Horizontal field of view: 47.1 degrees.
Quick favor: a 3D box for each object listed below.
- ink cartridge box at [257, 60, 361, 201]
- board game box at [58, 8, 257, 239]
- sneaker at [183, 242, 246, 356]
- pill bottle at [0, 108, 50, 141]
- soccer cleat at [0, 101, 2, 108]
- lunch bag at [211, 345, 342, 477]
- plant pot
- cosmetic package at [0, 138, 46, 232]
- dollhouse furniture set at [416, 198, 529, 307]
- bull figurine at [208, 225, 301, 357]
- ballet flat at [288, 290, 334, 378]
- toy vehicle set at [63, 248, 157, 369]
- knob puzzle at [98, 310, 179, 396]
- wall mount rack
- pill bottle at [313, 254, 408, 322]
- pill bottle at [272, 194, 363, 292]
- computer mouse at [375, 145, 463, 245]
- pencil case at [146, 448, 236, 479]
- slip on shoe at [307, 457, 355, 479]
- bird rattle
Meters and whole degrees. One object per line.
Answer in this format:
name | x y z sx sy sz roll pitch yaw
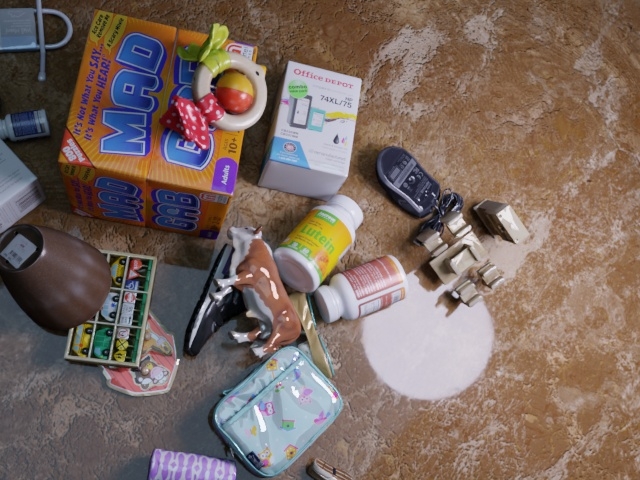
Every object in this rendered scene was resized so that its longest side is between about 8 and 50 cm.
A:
ink cartridge box | -0.029 -0.272 1.855 0.198 0.197 0.270 12 72 -10
board game box | -0.366 -0.245 1.686 0.356 0.356 0.357 11 73 -11
sneaker | -0.225 0.153 1.746 0.124 0.107 0.284 26 71 -11
pill bottle | -0.718 -0.275 1.767 0.120 0.067 0.067 -12 78 -16
soccer cleat | -0.880 -0.264 1.732 0.121 0.093 0.289 29 72 29
lunch bag | -0.107 0.395 1.700 0.279 0.108 0.224 -40 87 -19
plant pot | -0.596 0.059 1.584 0.215 0.230 0.216 -2 68 6
cosmetic package | -0.755 -0.139 1.677 0.184 0.151 0.151 46 71 3
dollhouse furniture set | 0.392 0.011 1.911 0.242 0.161 0.212 -37 101 -2
bull figurine | -0.153 0.116 1.697 0.188 0.101 0.311 -32 96 -35
ballet flat | -0.033 0.234 1.786 0.073 0.080 0.232 -17 70 -7
toy vehicle set | -0.481 0.156 1.699 0.165 0.035 0.267 7 67 -7
knob puzzle | -0.414 0.275 1.705 0.213 0.030 0.213 4 74 -12
wall mount rack | -0.785 -0.492 1.779 0.349 0.130 0.304 -7 77 -14
pill bottle | 0.099 0.124 1.816 0.216 0.121 0.121 -19 80 -17
pill bottle | 0.000 0.000 1.810 0.136 0.136 0.246 40 58 0
computer mouse | 0.238 -0.130 1.952 0.272 0.072 0.188 47 68 -11
pencil case | -0.287 0.522 1.641 0.206 0.086 0.088 13 96 -8
slip on shoe | 0.032 0.563 1.724 0.135 0.051 0.041 33 110 -11
bird rattle | -0.202 -0.303 1.492 0.206 0.143 0.254 11 75 -29
